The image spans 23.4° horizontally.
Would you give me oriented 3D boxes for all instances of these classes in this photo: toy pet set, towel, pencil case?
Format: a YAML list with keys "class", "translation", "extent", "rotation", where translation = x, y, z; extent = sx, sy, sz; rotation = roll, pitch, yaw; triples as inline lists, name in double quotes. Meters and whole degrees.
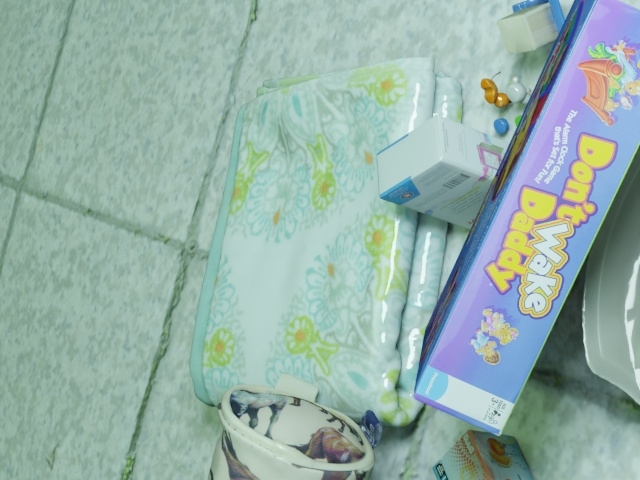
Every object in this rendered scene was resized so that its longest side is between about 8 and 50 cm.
- class: "toy pet set"
  translation: [0.209, -0.169, 1.453]
  extent: [0.122, 0.065, 0.114]
  rotation: [-3, 111, 55]
- class: "towel"
  translation: [0.000, 0.000, 1.625]
  extent: [0.320, 0.090, 0.374]
  rotation: [-3, 76, 53]
- class: "pencil case"
  translation: [-0.066, 0.340, 1.493]
  extent: [0.160, 0.183, 0.410]
  rotation: [19, 108, 11]

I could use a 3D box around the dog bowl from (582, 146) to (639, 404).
- class: "dog bowl"
  translation: [0.355, 0.036, 1.138]
  extent: [0.349, 0.102, 0.349]
  rotation: [-22, 61, 47]

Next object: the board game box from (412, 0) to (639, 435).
- class: "board game box"
  translation: [0.186, -0.034, 1.296]
  extent: [0.233, 0.078, 0.347]
  rotation: [-59, -7, -78]

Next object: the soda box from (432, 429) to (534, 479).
- class: "soda box"
  translation: [0.164, 0.256, 1.348]
  extent: [0.063, 0.058, 0.183]
  rotation: [-51, 42, 31]

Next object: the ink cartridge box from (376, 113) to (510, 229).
- class: "ink cartridge box"
  translation: [0.127, -0.062, 1.453]
  extent: [0.088, 0.122, 0.052]
  rotation: [-31, 51, 43]
